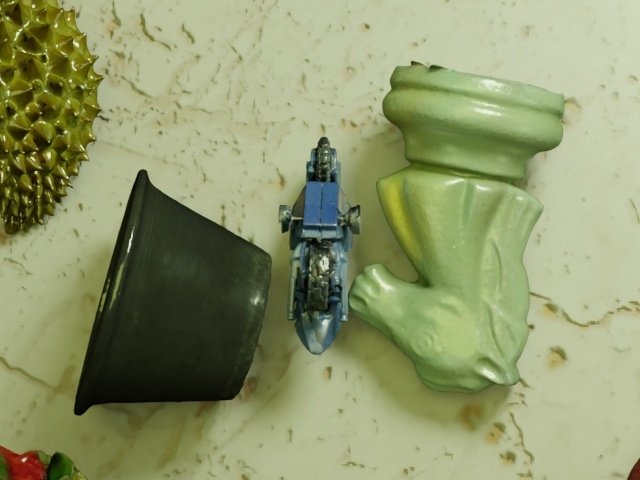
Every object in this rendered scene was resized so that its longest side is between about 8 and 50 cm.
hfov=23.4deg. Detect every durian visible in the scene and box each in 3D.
[{"bbox_3d":[-0.328,-0.173,1.549,0.172,0.166,0.306,-32,80,-31],"label":"durian"}]

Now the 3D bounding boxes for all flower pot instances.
[{"bbox_3d":[-0.131,0.062,1.437,0.148,0.235,0.235,14,79,-9],"label":"flower pot"}]

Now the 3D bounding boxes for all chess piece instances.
[{"bbox_3d":[0.123,-0.007,1.448,0.176,0.176,0.298,9,92,10],"label":"chess piece"}]

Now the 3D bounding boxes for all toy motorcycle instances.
[{"bbox_3d":[0.000,0.000,1.453,0.076,0.114,0.205,1,46,1],"label":"toy motorcycle"}]

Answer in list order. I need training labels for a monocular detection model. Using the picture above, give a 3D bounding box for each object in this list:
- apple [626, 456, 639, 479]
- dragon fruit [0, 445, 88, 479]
[{"bbox_3d":[0.344,0.239,1.366,0.153,0.120,0.153,-1,83,4],"label":"apple"},{"bbox_3d":[-0.282,0.252,1.175,0.274,0.192,0.193,-25,80,16],"label":"dragon fruit"}]
